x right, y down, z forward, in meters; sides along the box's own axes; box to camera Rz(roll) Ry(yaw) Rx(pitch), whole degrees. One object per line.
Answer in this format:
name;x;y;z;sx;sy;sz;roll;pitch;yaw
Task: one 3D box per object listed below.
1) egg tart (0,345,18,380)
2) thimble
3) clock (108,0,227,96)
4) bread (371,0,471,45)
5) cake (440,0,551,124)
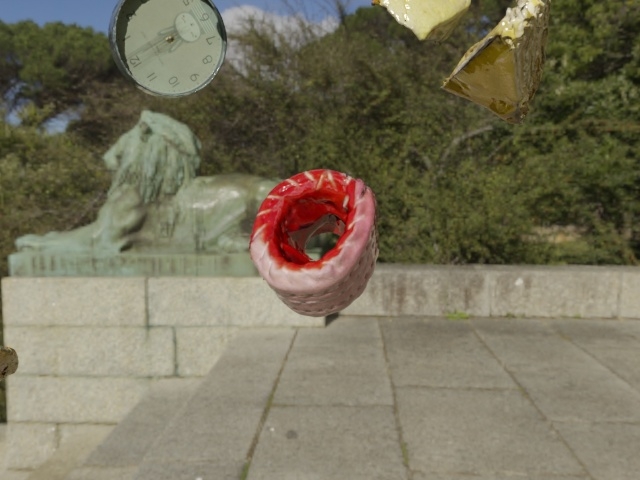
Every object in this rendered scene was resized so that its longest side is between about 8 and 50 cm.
egg tart;-0.485;0.166;0.760;0.252;0.098;0.232;-30;-6;21
thimble;-0.006;0.004;0.907;0.163;0.190;0.125;19;-23;22
clock;-0.277;-0.371;1.196;0.215;0.215;0.042;-2;14;-25
bread;0.112;-0.424;1.128;0.178;0.240;0.135;-41;-8;-30
cake;0.177;-0.199;0.677;0.116;0.080;0.185;32;-1;30
